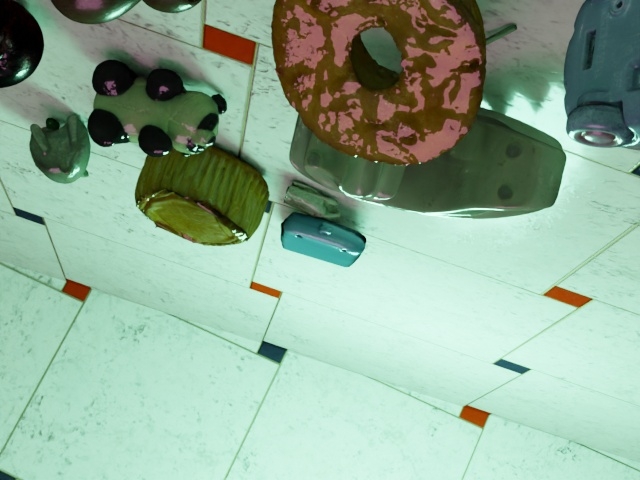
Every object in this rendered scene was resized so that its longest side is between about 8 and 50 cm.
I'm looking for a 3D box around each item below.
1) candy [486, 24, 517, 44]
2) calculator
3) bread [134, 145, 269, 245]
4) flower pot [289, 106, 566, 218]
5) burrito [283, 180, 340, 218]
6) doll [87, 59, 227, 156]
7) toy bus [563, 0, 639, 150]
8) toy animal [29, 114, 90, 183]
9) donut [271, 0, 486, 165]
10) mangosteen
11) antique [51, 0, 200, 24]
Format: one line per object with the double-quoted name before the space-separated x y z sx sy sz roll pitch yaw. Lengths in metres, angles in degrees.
"candy" 0.182 -0.238 1.449 0.060 0.060 0.201 27 152 -25
"calculator" 0.000 0.000 2.256 0.173 0.051 0.293 18 171 -1
"bread" -0.228 -0.086 2.151 0.227 0.142 0.253 30 162 -36
"flower pot" 0.154 -0.115 1.542 0.367 0.164 0.254 12 -175 16
"burrito" -0.014 -0.072 2.136 0.118 0.044 0.074 25 158 -8
"doll" -0.275 -0.212 1.845 0.234 0.143 0.135 12 -175 18
"toy bus" 0.407 -0.181 1.164 0.232 0.197 0.294 19 164 -34
"toy animal" -0.516 -0.162 2.243 0.125 0.127 0.251 17 166 -3
"donut" 0.078 -0.231 1.324 0.278 0.108 0.277 16 133 18
"mangosteen" -0.513 -0.317 1.767 0.152 0.152 0.152 17 162 6
"antique" -0.235 -0.340 1.399 0.257 0.143 0.121 7 157 26
